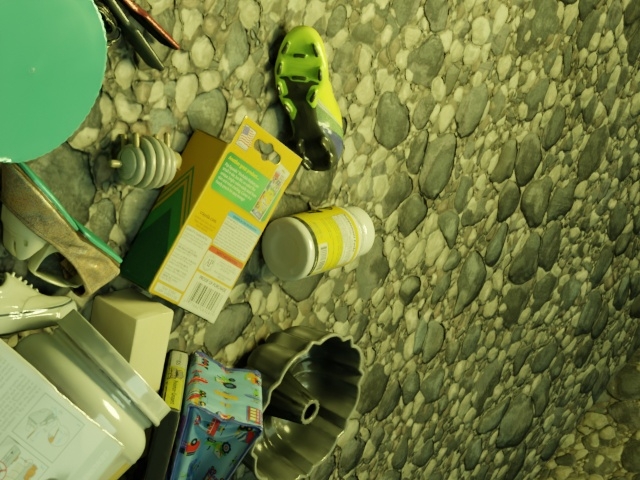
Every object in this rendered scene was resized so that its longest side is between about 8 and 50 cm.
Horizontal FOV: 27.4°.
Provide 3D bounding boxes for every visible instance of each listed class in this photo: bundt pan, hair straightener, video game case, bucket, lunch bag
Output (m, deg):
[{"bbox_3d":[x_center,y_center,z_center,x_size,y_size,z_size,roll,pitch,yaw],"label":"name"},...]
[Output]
[{"bbox_3d":[-0.064,0.305,2.538,0.331,0.124,0.331,-33,136,-38],"label":"bundt pan"},{"bbox_3d":[-0.288,-0.308,1.879,0.089,0.047,0.230,-58,147,-11],"label":"hair straightener"},{"bbox_3d":[-0.273,0.354,2.218,0.248,0.035,0.275,-99,-158,-72],"label":"video game case"},{"bbox_3d":[-0.413,-0.238,1.626,0.281,0.183,0.281,-33,136,-39],"label":"bucket"},{"bbox_3d":[-0.213,0.380,2.299,0.221,0.138,0.293,-99,-150,-70],"label":"lunch bag"}]

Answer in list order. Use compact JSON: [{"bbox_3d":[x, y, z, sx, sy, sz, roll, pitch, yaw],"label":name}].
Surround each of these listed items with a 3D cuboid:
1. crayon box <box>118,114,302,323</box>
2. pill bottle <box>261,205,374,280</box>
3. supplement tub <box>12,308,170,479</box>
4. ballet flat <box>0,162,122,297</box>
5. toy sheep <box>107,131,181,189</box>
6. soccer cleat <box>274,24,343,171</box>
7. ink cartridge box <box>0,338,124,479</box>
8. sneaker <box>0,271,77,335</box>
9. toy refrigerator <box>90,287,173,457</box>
[{"bbox_3d":[-0.179,-0.042,2.179,0.323,0.083,0.203,-61,147,-4],"label":"crayon box"},{"bbox_3d":[0.000,0.000,2.426,0.208,0.119,0.119,-15,123,-50],"label":"pill bottle"},{"bbox_3d":[-0.399,0.282,1.842,0.331,0.241,0.241,-44,143,-12],"label":"supplement tub"},{"bbox_3d":[-0.392,-0.003,1.895,0.106,0.107,0.316,-44,144,-6],"label":"ballet flat"},{"bbox_3d":[-0.268,-0.121,2.004,0.132,0.091,0.091,-4,115,-39],"label":"toy sheep"},{"bbox_3d":[-0.017,-0.255,2.286,0.121,0.093,0.289,-74,159,-50],"label":"soccer cleat"},{"bbox_3d":[-0.492,0.258,1.676,0.385,0.091,0.308,45,78,-24],"label":"ink cartridge box"},{"bbox_3d":[-0.441,0.088,1.894,0.258,0.094,0.091,-6,85,-67],"label":"sneaker"},{"bbox_3d":[-0.322,0.223,2.140,0.094,0.102,0.269,-13,121,-51],"label":"toy refrigerator"}]
